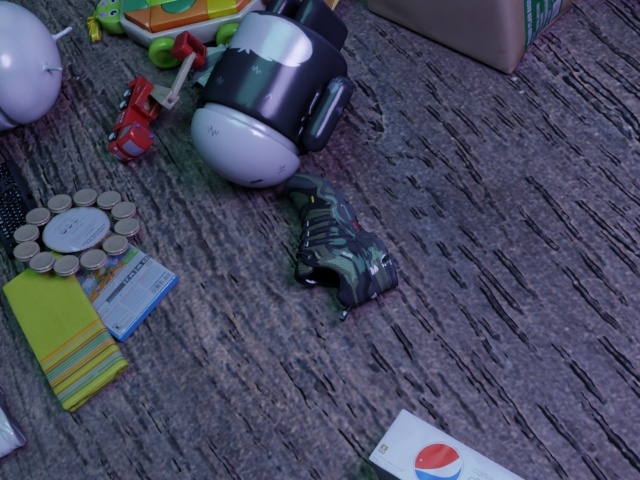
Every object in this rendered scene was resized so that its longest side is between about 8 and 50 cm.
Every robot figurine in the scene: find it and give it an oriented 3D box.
[{"bbox_3d":[-0.570,-0.265,1.475,0.353,0.200,0.300,-13,56,7],"label":"robot figurine"},{"bbox_3d":[-0.067,-0.209,1.302,0.173,0.209,0.278,28,84,-13],"label":"robot figurine"}]

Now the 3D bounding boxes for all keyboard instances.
[{"bbox_3d":[-0.493,-0.050,1.415,0.100,0.038,0.192,-33,55,-7],"label":"keyboard"}]

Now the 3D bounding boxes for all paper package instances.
[{"bbox_3d":[0.192,-0.446,1.311,0.309,0.325,0.168,35,71,31],"label":"paper package"}]

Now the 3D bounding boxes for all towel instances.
[{"bbox_3d":[-0.354,0.119,1.268,0.102,0.021,0.237,-36,58,-5],"label":"towel"}]

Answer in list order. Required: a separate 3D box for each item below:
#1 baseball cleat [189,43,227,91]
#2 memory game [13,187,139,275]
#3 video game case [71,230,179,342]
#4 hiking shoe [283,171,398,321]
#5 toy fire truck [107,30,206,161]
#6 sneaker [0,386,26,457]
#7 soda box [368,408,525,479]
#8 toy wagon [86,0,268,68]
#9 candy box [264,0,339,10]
[{"bbox_3d":[-0.107,-0.257,1.435,0.205,0.072,0.110,0,64,26],"label":"baseball cleat"},{"bbox_3d":[-0.355,-0.014,1.340,0.186,0.012,0.186,-3,42,3],"label":"memory game"},{"bbox_3d":[-0.297,0.058,1.305,0.166,0.015,0.119,30,70,29],"label":"video game case"},{"bbox_3d":[0.000,0.000,1.219,0.114,0.086,0.227,-34,56,-12],"label":"hiking shoe"},{"bbox_3d":[-0.252,-0.221,1.420,0.135,0.047,0.192,-18,49,38],"label":"toy fire truck"},{"bbox_3d":[-0.446,0.224,1.214,0.061,0.054,0.152,-36,56,-6],"label":"sneaker"},{"bbox_3d":[0.163,0.275,1.007,0.216,0.069,0.074,27,68,27],"label":"soda box"},{"bbox_3d":[-0.244,-0.412,1.564,0.344,0.068,0.267,-10,56,8],"label":"toy wagon"},{"bbox_3d":[-0.001,-0.440,1.499,0.109,0.053,0.187,30,67,-5],"label":"candy box"}]
